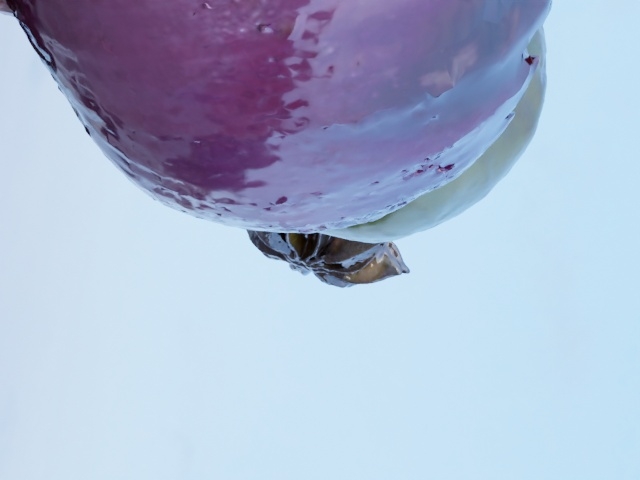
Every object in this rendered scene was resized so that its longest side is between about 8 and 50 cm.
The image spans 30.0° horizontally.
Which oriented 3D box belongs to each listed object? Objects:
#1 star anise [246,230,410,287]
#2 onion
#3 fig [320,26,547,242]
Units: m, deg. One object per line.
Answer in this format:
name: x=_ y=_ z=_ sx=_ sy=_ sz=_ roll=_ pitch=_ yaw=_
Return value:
star anise: x=-0.017 y=-0.008 z=1.889 sx=0.108 sy=0.315 sz=0.315 roll=-64 pitch=-160 yaw=-11
onion: x=-0.062 y=-0.169 z=0.539 sx=0.345 sy=0.358 sz=0.358 roll=-15 pitch=-119 yaw=22
fig: x=0.038 y=-0.171 z=1.134 sx=0.343 sy=0.343 sz=0.343 roll=-172 pitch=-90 yaw=-67
